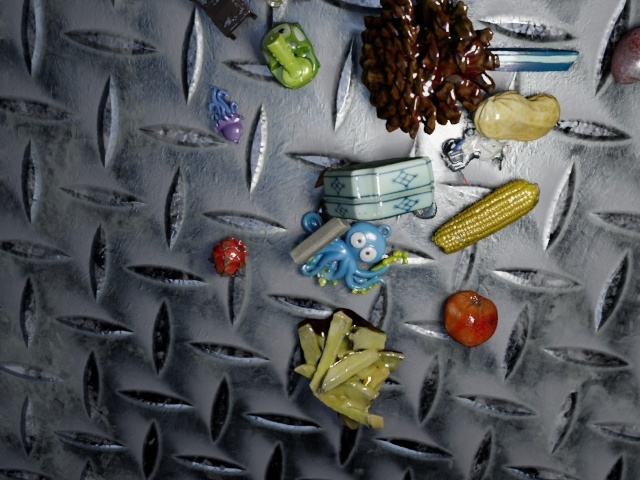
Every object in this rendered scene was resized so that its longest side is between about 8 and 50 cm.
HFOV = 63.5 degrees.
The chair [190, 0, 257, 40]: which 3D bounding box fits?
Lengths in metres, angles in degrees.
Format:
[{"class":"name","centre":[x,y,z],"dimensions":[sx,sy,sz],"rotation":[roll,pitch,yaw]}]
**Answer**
[{"class":"chair","centre":[-0.278,-0.662,1.470],"dimensions":[0.106,0.229,0.113],"rotation":[-41,97,14]}]

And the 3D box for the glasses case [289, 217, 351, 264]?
[{"class":"glasses case","centre":[0.000,0.000,1.651],"dimensions":[0.205,0.071,0.047],"rotation":[-38,67,17]}]

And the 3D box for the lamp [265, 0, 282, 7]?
[{"class":"lamp","centre":[-0.044,-0.800,1.490],"dimensions":[0.283,0.124,0.203],"rotation":[-23,83,13]}]

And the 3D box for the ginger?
[{"class":"ginger","centre":[0.098,0.445,1.775],"dimensions":[0.358,0.211,0.413],"rotation":[-29,101,10]}]

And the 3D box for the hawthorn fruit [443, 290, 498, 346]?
[{"class":"hawthorn fruit","centre":[0.492,0.272,1.720],"dimensions":[0.179,0.179,0.200],"rotation":[7,127,2]}]

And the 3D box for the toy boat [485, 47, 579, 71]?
[{"class":"toy boat","centre":[0.603,-0.529,1.514],"dimensions":[0.299,0.096,0.061],"rotation":[1,114,1]}]

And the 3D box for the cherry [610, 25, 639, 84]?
[{"class":"cherry","centre":[0.923,-0.523,1.465],"dimensions":[0.176,0.140,0.176],"rotation":[2,96,16]}]

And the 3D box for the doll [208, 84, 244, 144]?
[{"class":"doll","centre":[-0.299,-0.399,1.635],"dimensions":[0.110,0.067,0.206],"rotation":[-21,93,24]}]

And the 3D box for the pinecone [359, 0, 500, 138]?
[{"class":"pinecone","centre":[0.300,-0.480,1.409],"dimensions":[0.398,0.398,0.397],"rotation":[1,106,4]}]

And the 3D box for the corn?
[{"class":"corn","centre":[0.523,-0.075,1.638],"dimensions":[0.363,0.120,0.120],"rotation":[-30,102,13]}]

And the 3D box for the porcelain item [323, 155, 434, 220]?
[{"class":"porcelain item","centre":[0.172,-0.152,1.530],"dimensions":[0.286,0.281,0.157],"rotation":[-14,104,-26]}]

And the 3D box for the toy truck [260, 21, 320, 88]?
[{"class":"toy truck","centre":[-0.089,-0.532,1.516],"dimensions":[0.148,0.210,0.187],"rotation":[-29,120,11]}]

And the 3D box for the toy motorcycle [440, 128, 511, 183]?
[{"class":"toy motorcycle","centre":[0.491,-0.271,1.598],"dimensions":[0.221,0.102,0.150],"rotation":[-20,83,7]}]

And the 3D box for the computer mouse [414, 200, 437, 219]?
[{"class":"computer mouse","centre":[0.322,-0.124,1.675],"dimensions":[0.135,0.047,0.079],"rotation":[42,111,4]}]

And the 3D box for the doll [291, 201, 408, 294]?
[{"class":"doll","centre":[0.080,0.030,1.708],"dimensions":[0.341,0.099,0.346],"rotation":[-31,97,14]}]

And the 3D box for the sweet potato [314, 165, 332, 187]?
[{"class":"sweet potato","centre":[0.011,-0.205,1.682],"dimensions":[0.034,0.034,0.095],"rotation":[38,116,-7]}]

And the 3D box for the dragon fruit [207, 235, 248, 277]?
[{"class":"dragon fruit","centre":[-0.311,0.057,1.745],"dimensions":[0.121,0.130,0.142],"rotation":[3,108,-31]}]

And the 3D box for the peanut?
[{"class":"peanut","centre":[0.577,-0.363,1.507],"dimensions":[0.305,0.147,0.147],"rotation":[-1,108,-23]}]
